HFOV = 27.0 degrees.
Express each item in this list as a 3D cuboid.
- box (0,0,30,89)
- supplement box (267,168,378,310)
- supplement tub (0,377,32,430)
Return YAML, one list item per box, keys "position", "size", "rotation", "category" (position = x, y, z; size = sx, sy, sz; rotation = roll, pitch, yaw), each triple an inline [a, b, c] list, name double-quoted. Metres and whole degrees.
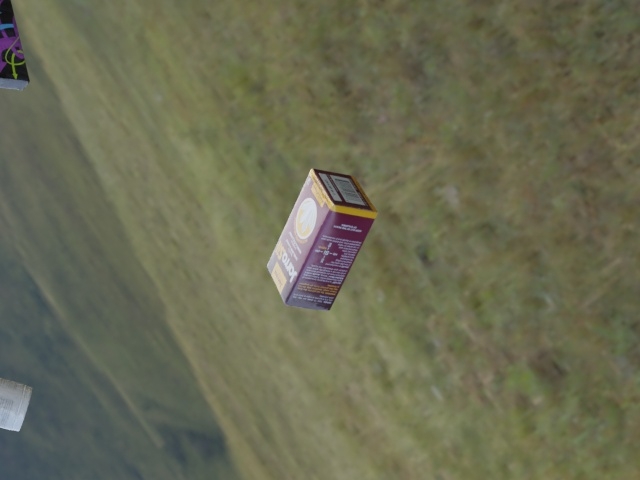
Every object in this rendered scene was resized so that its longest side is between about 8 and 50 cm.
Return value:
- position: [-0.485, -0.294, 1.892]
  size: [0.116, 0.029, 0.162]
  rotation: [0, -117, -41]
  category: "box"
- position: [0.000, 0.000, 2.013]
  size: [0.081, 0.188, 0.104]
  rotation: [10, -150, -29]
  category: "supplement box"
- position: [-0.485, 0.234, 1.956]
  size: [0.107, 0.071, 0.071]
  rotation: [19, -176, -12]
  category: "supplement tub"
